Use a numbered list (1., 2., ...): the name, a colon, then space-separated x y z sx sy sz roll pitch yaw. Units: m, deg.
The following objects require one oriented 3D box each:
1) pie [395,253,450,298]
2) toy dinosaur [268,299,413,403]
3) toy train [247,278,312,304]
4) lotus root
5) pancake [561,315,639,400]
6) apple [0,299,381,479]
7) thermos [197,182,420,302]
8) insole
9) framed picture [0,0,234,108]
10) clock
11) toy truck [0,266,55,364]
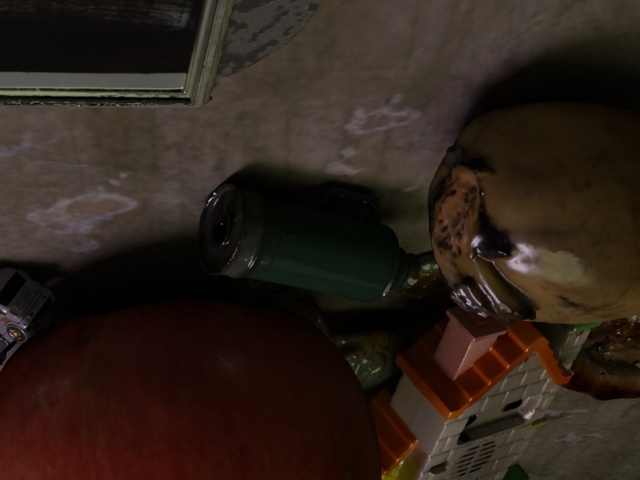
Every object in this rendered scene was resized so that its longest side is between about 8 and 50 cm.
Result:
1. pie: 0.111 0.035 1.144 0.085 0.019 0.084 -7 156 -3
2. toy dinosaur: 0.047 0.159 1.311 0.393 0.092 0.205 23 135 -36
3. toy train: -0.020 0.021 1.051 0.093 0.038 0.056 -24 145 29
4. lotus root: 0.220 -0.015 0.904 0.310 0.182 0.183 6 151 -33
5. pancake: 0.347 0.140 1.407 0.258 0.056 0.212 -3 152 -13
6. apple: -0.123 0.225 1.068 0.364 0.363 0.364 -8 155 -4
7. thermos: -0.002 0.004 0.969 0.188 0.083 0.073 13 154 -32
8. insole: -0.026 -0.148 0.720 0.065 0.006 0.193 12 147 -38
9. framed picture: -0.190 -0.137 0.665 0.293 0.018 0.231 -2 154 -14
10. clock: 0.155 0.160 1.230 0.220 0.106 0.255 -9 133 -37
11. toy truck: -0.286 0.069 1.030 0.063 0.052 0.123 39 137 -13
